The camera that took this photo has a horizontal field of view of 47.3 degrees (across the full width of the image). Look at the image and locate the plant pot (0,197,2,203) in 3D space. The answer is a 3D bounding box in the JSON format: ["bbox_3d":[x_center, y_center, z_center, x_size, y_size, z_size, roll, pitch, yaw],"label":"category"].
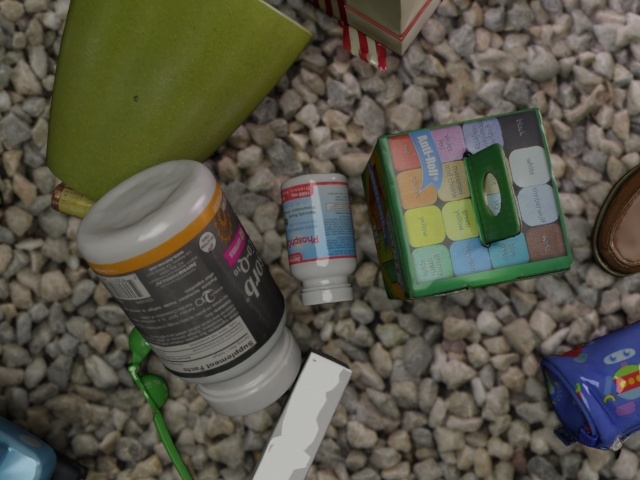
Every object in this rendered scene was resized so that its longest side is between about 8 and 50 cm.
[{"bbox_3d":[-0.565,-0.100,0.871,0.207,0.228,0.227,-29,85,5],"label":"plant pot"}]

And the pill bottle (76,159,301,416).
[{"bbox_3d":[-0.135,0.061,0.829,0.162,0.162,0.278,-29,122,-3],"label":"pill bottle"}]

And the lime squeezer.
[{"bbox_3d":[-0.194,0.167,0.936,0.110,0.059,0.310,8,83,-32],"label":"lime squeezer"}]

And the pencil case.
[{"bbox_3d":[0.426,0.153,0.893,0.306,0.119,0.133,-22,61,-2],"label":"pencil case"}]

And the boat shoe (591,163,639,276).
[{"bbox_3d":[0.468,-0.080,0.923,0.111,0.104,0.307,43,86,4],"label":"boat shoe"}]

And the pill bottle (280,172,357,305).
[{"bbox_3d":[0.000,0.000,0.925,0.087,0.087,0.160,-7,84,-1],"label":"pill bottle"}]

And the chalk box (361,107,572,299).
[{"bbox_3d":[0.157,-0.033,0.826,0.179,0.289,0.180,-10,84,-1],"label":"chalk box"}]

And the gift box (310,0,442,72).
[{"bbox_3d":[0.078,-0.382,0.873,0.276,0.258,0.255,40,85,11],"label":"gift box"}]

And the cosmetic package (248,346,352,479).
[{"bbox_3d":[-0.036,0.254,0.895,0.060,0.099,0.239,25,86,3],"label":"cosmetic package"}]

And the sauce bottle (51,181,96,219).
[{"bbox_3d":[-0.283,-0.040,0.951,0.128,0.042,0.042,19,85,3],"label":"sauce bottle"}]

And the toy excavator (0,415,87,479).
[{"bbox_3d":[-0.403,0.252,0.721,0.222,0.445,0.433,30,86,2],"label":"toy excavator"}]

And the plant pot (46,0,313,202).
[{"bbox_3d":[-0.199,-0.189,0.876,0.275,0.275,0.293,32,102,3],"label":"plant pot"}]
